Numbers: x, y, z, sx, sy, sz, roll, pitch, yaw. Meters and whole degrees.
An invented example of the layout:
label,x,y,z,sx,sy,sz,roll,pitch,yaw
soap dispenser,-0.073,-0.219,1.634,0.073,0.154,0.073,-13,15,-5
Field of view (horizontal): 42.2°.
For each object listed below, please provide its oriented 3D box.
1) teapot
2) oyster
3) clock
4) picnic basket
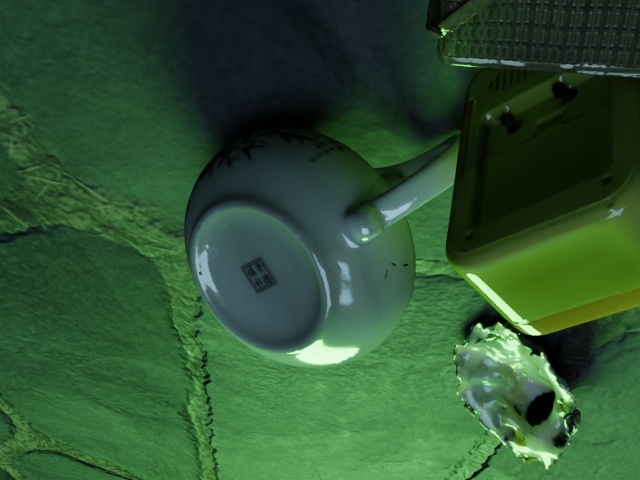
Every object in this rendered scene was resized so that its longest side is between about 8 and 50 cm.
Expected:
label,x,y,z,sx,sy,sz,roll,pitch,yaw
teapot,0.000,0.000,0.699,0.300,0.166,0.208,-25,86,29
oyster,0.221,0.159,0.885,0.133,0.072,0.209,-25,108,45
clock,0.165,-0.050,0.536,0.096,0.202,0.143,38,136,-26
picnic basket,0.147,-0.162,0.477,0.164,0.115,0.079,5,142,11
